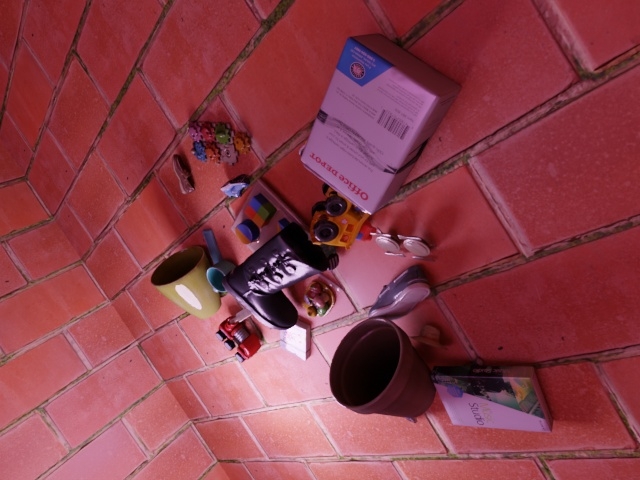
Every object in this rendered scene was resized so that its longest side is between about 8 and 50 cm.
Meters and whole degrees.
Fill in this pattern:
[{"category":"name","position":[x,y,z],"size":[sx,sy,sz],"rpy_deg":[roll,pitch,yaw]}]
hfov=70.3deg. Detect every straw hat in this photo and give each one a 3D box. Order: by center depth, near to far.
[{"category":"straw hat","position":[0.368,0.317,1.529],"size":[0.145,0.144,0.061],"rpy_deg":[15,83,33]}]

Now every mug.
[{"category":"mug","position":[-0.444,0.158,2.071],"size":[0.158,0.097,0.129],"rpy_deg":[-17,106,41]}]

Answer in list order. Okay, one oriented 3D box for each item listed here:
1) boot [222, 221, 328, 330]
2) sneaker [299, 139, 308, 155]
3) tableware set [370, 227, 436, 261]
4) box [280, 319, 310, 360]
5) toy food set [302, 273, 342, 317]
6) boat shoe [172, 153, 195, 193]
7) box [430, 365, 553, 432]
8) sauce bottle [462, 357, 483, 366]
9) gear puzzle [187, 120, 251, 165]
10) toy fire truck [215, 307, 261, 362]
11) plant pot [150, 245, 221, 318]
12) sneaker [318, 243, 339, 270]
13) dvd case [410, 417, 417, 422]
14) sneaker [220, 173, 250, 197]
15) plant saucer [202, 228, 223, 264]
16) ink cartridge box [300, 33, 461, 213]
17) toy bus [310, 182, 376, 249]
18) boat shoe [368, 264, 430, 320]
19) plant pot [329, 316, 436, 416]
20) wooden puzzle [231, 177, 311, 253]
[{"category":"boot","position":[-0.120,0.156,1.720],"size":[0.367,0.146,0.445],"rpy_deg":[37,132,-20]},{"category":"sneaker","position":[-0.043,-0.308,1.525],"size":[0.035,0.031,0.083],"rpy_deg":[47,135,7]},{"category":"tableware set","position":[0.264,0.005,1.443],"size":[0.194,0.039,0.128],"rpy_deg":[8,149,42]},{"category":"box","position":[-0.112,0.425,2.005],"size":[0.145,0.038,0.186],"rpy_deg":[22,125,28]},{"category":"toy food set","position":[-0.016,0.234,1.791],"size":[0.128,0.071,0.217],"rpy_deg":[39,133,14]},{"category":"boat shoe","position":[-0.588,-0.290,1.966],"size":[0.060,0.064,0.177],"rpy_deg":[-8,114,9]},{"category":"box","position":[0.547,0.508,1.468],"size":[0.322,0.058,0.232],"rpy_deg":[-13,113,36]},{"category":"sauce bottle","position":[0.491,0.433,1.516],"size":[0.042,0.042,0.128],"rpy_deg":[43,136,11]},{"category":"gear puzzle","position":[-0.397,-0.371,1.766],"size":[0.339,0.044,0.175],"rpy_deg":[12,121,34]},{"category":"toy fire truck","position":[-0.360,0.427,2.151],"size":[0.217,0.158,0.246],"rpy_deg":[45,145,10]},{"category":"plant pot","position":[-0.600,0.226,2.153],"size":[0.275,0.274,0.293],"rpy_deg":[1,130,39]},{"category":"sneaker","position":[0.000,0.000,1.640],"size":[0.098,0.083,0.223],"rpy_deg":[15,120,47]},{"category":"dvd case","position":[0.272,0.616,1.760],"size":[0.221,0.018,0.164],"rpy_deg":[40,167,12]},{"category":"sneaker","position":[-0.325,-0.211,1.804],"size":[0.162,0.063,0.073],"rpy_deg":[-11,125,47]},{"category":"plant saucer","position":[-0.497,0.037,2.105],"size":[0.067,0.018,0.191],"rpy_deg":[0,113,39]},{"category":"ink cartridge box","position":[0.148,-0.317,1.270],"size":[0.285,0.166,0.394],"rpy_deg":[40,132,15]},{"category":"toy bus","position":[0.089,-0.081,1.473],"size":[0.212,0.149,0.220],"rpy_deg":[16,122,-13]},{"category":"boat shoe","position":[0.259,0.189,1.549],"size":[0.319,0.117,0.098],"rpy_deg":[128,145,-51]},{"category":"plant pot","position":[0.240,0.466,1.556],"size":[0.280,0.323,0.323],"rpy_deg":[36,142,-27]},{"category":"wooden puzzle","position":[-0.207,-0.024,1.790],"size":[0.322,0.080,0.347],"rpy_deg":[45,134,9]}]
